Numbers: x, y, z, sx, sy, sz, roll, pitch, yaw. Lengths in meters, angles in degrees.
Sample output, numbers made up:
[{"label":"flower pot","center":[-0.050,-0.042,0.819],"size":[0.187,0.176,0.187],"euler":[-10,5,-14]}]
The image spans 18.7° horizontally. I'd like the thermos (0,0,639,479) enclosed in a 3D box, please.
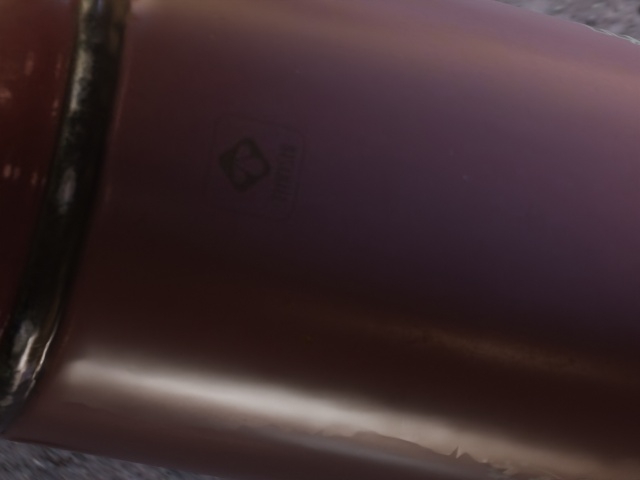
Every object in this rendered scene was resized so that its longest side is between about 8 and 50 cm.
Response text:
[{"label":"thermos","center":[0.003,-0.006,0.410],"size":[0.330,0.136,0.109],"euler":[13,110,-18]}]
